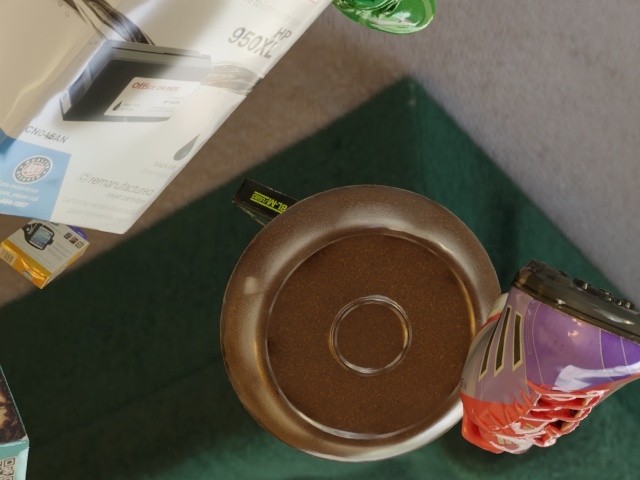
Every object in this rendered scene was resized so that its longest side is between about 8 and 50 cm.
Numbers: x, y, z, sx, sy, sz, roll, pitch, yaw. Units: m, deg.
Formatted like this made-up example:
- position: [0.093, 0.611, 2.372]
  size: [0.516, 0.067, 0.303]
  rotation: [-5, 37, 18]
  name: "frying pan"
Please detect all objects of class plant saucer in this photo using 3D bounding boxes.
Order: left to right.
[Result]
- position: [0.050, 0.097, 1.411]
  size: [0.311, 0.050, 0.310]
  rotation: [-2, 102, -8]
  name: "plant saucer"

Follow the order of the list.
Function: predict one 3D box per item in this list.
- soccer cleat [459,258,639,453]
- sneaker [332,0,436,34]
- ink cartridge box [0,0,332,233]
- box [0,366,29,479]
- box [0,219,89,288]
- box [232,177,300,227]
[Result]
- position: [0.148, 0.089, 0.866]
  size: [0.109, 0.116, 0.318]
  rotation: [26, 174, 3]
  name: "soccer cleat"
- position: [0.053, -0.311, 1.608]
  size: [0.109, 0.123, 0.295]
  rotation: [-43, 146, 16]
  name: "sneaker"
- position: [-0.198, -0.209, 1.329]
  size: [0.395, 0.166, 0.285]
  rotation: [-47, 156, 16]
  name: "ink cartridge box"
- position: [-0.289, 0.076, 0.926]
  size: [0.101, 0.244, 0.060]
  rotation: [-10, 138, -28]
  name: "box"
- position: [-0.383, 0.008, 1.849]
  size: [0.081, 0.136, 0.028]
  rotation: [37, 118, 2]
  name: "box"
- position: [0.000, 0.000, 1.757]
  size: [0.184, 0.045, 0.191]
  rotation: [28, 172, 39]
  name: "box"
